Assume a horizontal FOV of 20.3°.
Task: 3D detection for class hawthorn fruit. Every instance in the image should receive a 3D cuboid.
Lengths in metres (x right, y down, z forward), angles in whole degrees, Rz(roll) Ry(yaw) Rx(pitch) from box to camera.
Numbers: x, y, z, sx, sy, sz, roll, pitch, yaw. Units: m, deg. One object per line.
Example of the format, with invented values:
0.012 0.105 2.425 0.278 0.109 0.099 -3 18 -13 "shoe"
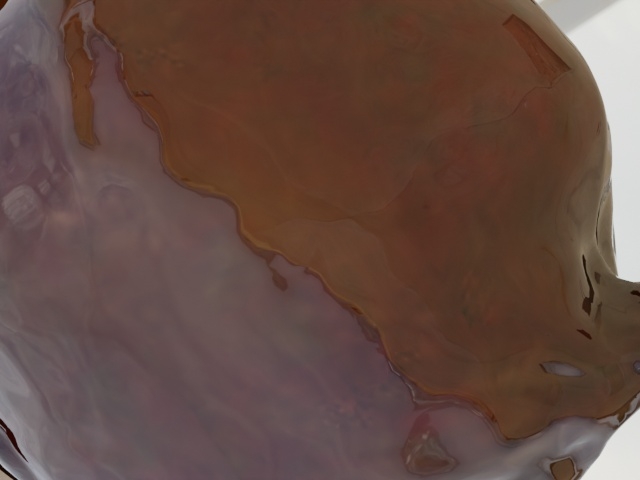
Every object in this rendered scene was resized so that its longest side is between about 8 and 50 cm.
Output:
-0.020 -0.004 0.772 0.325 0.308 0.308 42 -164 4 "hawthorn fruit"

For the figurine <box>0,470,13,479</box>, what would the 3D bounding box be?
-0.372 0.201 1.378 0.340 0.323 0.231 18 154 36 "figurine"
